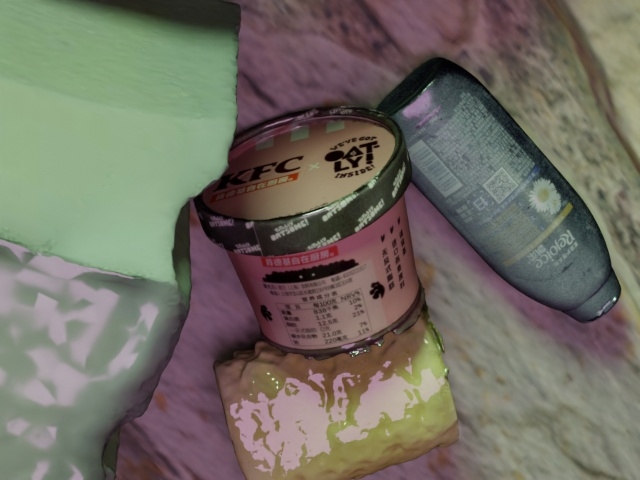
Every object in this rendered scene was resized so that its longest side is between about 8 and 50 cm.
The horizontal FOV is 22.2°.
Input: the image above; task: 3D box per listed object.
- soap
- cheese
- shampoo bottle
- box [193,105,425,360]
[{"bbox_3d":[-0.201,0.021,0.957,0.213,0.435,0.350,22,107,-12],"label":"soap"},{"bbox_3d":[0.013,0.121,1.210,0.167,0.094,0.123,-17,113,-4],"label":"cheese"},{"bbox_3d":[0.138,-0.030,1.204,0.087,0.049,0.233,-43,111,4],"label":"shampoo bottle"},{"bbox_3d":[0.000,0.000,1.142,0.151,0.151,0.135,-19,119,-4],"label":"box"}]
